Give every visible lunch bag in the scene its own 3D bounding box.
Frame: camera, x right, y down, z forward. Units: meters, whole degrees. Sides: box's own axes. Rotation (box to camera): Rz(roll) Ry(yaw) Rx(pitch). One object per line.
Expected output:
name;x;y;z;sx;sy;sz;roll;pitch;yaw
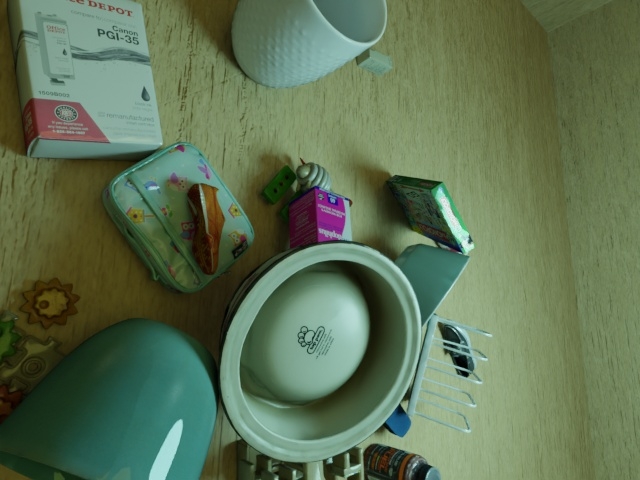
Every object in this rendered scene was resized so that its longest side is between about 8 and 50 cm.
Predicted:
lunch bag;-0.279;-0.037;0.826;0.224;0.107;0.279;-44;110;-38

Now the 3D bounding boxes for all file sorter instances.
file sorter;0.366;0.366;1.172;0.193;0.173;0.278;30;74;-75

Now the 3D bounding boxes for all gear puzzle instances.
gear puzzle;-0.497;0.207;0.629;0.175;0.044;0.339;45;55;-25

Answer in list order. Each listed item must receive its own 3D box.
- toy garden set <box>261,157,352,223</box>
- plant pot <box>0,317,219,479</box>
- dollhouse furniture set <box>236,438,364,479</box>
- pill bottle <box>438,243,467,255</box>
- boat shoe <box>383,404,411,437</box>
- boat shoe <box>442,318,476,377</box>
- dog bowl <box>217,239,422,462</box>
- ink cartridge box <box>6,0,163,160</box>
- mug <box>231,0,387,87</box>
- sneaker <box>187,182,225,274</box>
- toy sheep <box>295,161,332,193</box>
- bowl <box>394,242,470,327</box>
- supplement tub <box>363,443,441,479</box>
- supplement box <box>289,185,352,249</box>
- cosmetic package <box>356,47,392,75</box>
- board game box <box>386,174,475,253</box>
toy garden set;-0.028;-0.100;1.101;0.244;0.049;0.204;49;56;-22
plant pot;-0.296;0.269;0.645;0.293;0.293;0.235;46;42;-25
dollhouse furniture set;-0.065;0.499;0.815;0.212;0.242;0.161;7;77;-40
pill bottle;0.469;-0.006;1.486;0.152;0.086;0.086;50;54;-23
boat shoe;0.154;0.443;1.127;0.109;0.089;0.258;-34;109;-26
boat shoe;0.478;0.383;1.429;0.076;0.080;0.229;-43;117;-39
dog bowl;-0.009;0.192;0.790;0.407;0.150;0.409;-4;100;-26
ink cartridge box;-0.426;-0.298;0.744;0.207;0.117;0.283;-8;87;-41
mug;-0.021;-0.522;1.001;0.374;0.328;0.277;-13;90;-42
sneaker;-0.206;-0.023;0.775;0.067;0.064;0.175;0;85;-50
toy sheep;-0.015;-0.148;1.034;0.132;0.091;0.091;37;58;-46
bowl;0.273;0.132;1.183;0.163;0.312;0.311;35;51;15
supplement tub;0.211;0.603;1.065;0.106;0.197;0.106;11;74;-40
supplement box;0.000;0.000;0.972;0.111;0.114;0.220;16;61;-37
cosmetic package;0.182;-0.601;1.374;0.115;0.060;0.041;4;78;-42
board game box;0.324;-0.091;1.246;0.046;0.317;0.214;-33;107;-4
